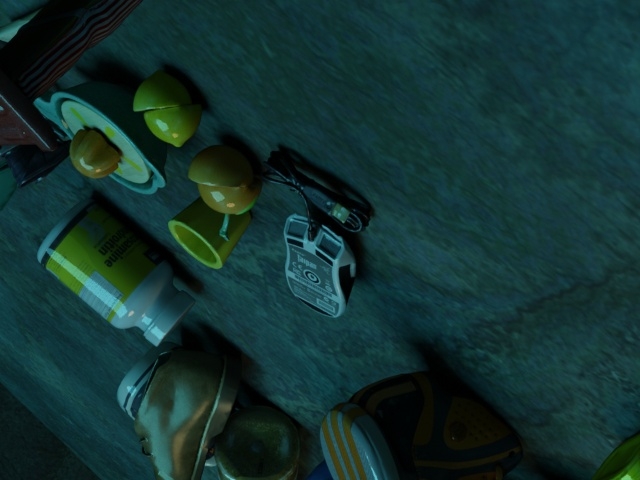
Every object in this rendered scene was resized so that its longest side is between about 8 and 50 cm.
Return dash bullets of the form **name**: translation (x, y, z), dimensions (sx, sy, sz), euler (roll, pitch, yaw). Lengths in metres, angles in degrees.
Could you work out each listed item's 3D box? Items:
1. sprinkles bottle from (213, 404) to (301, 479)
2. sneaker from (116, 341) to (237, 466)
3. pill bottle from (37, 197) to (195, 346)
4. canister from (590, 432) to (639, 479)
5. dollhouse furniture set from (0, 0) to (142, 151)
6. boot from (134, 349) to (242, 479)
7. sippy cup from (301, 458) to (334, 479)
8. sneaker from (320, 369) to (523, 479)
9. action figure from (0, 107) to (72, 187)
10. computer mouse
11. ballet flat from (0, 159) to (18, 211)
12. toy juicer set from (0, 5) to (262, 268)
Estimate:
- **sprinkles bottle**: translation (-0.092, 0.349, 1.965), dimensions (0.121, 0.121, 0.355), euler (35, 159, 13)
- **sneaker**: translation (-0.191, 0.242, 1.920), dimensions (0.127, 0.126, 0.321), euler (38, 169, 17)
- **pill bottle**: translation (-0.244, 0.042, 1.633), dimensions (0.184, 0.103, 0.103), euler (40, 159, 0)
- **canister**: translation (0.313, 0.236, 1.113), dimensions (0.170, 0.073, 0.126), euler (40, 159, 6)
- **dollhouse furniture set**: translation (-0.275, -0.194, 1.073), dimensions (0.374, 0.201, 0.152), euler (7, 142, 54)
- **boot**: translation (-0.201, 0.267, 1.804), dimensions (0.115, 0.112, 0.305), euler (14, 119, -12)
- **sippy cup**: translation (0.086, 0.353, 1.555), dimensions (0.224, 0.240, 0.305), euler (40, 153, 34)
- **sneaker**: translation (0.132, 0.278, 1.321), dimensions (0.125, 0.180, 0.321), euler (1, 110, 58)
- **action figure**: translation (-0.378, -0.184, 1.429), dimensions (0.285, 0.099, 0.185), euler (47, 167, -8)
- **computer mouse**: translation (0.000, 0.000, 1.223), dimensions (0.106, 0.042, 0.193), euler (28, 151, 19)
- **ballet flat**: translation (-0.436, -0.115, 1.659), dimensions (0.124, 0.116, 0.342), euler (60, 161, 5)
- **toy juicer set**: translation (-0.195, -0.109, 1.264), dimensions (0.329, 0.089, 0.209), euler (41, 160, -1)
